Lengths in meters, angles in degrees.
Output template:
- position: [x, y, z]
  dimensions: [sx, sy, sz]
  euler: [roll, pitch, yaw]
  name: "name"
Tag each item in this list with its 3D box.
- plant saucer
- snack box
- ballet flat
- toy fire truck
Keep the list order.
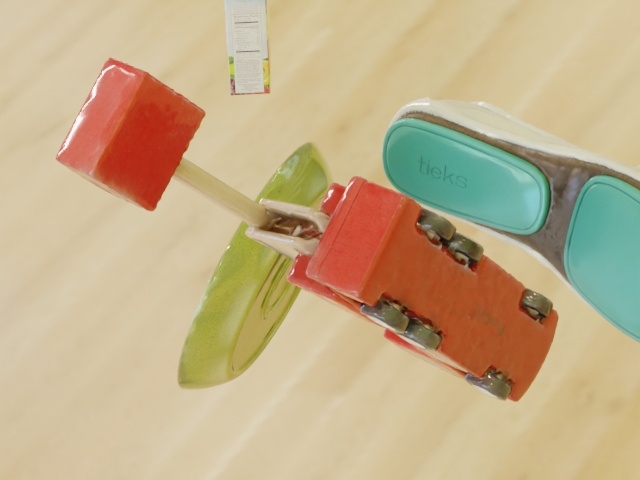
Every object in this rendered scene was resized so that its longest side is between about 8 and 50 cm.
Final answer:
- position: [-0.046, 0.030, 1.677]
  dimensions: [0.037, 0.241, 0.241]
  euler: [28, 52, 11]
  name: "plant saucer"
- position: [-0.061, -0.195, 1.610]
  dimensions: [0.037, 0.100, 0.141]
  euler: [-2, 31, -2]
  name: "snack box"
- position: [0.233, -0.027, 1.661]
  dimensions: [0.400, 0.139, 0.139]
  euler: [30, 63, 33]
  name: "ballet flat"
- position: [0.000, 0.000, 0.783]
  dimensions: [0.135, 0.192, 0.047]
  euler: [22, 83, 38]
  name: "toy fire truck"
